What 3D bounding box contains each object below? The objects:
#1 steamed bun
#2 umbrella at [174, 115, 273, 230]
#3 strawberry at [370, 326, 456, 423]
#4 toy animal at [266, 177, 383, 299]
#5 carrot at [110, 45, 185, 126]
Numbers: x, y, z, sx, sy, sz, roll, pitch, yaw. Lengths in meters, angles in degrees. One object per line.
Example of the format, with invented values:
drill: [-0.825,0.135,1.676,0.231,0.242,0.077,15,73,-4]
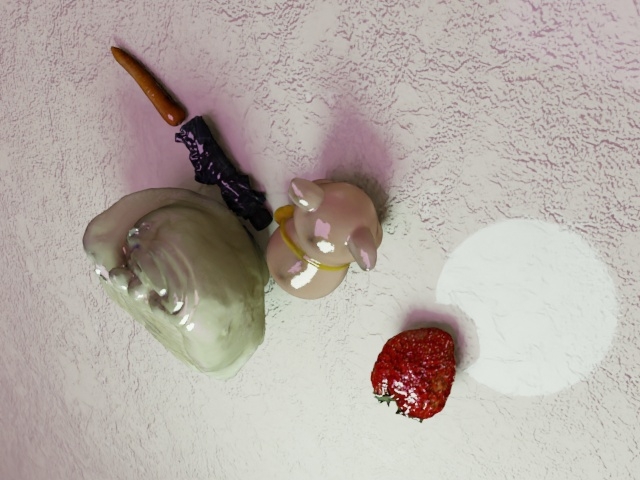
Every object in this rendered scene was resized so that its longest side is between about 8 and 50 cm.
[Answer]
steamed bun: [-0.225,0.053,1.226,0.339,0.247,0.352,31,159,27]
umbrella: [-0.167,-0.106,1.208,0.224,0.071,0.080,51,162,-6]
strawberry: [0.151,0.207,1.126,0.131,0.131,0.148,22,84,26]
toy animal: [-0.003,-0.001,1.099,0.165,0.149,0.248,33,144,-3]
carrot: [-0.302,-0.274,1.232,0.190,0.037,0.037,50,134,7]
